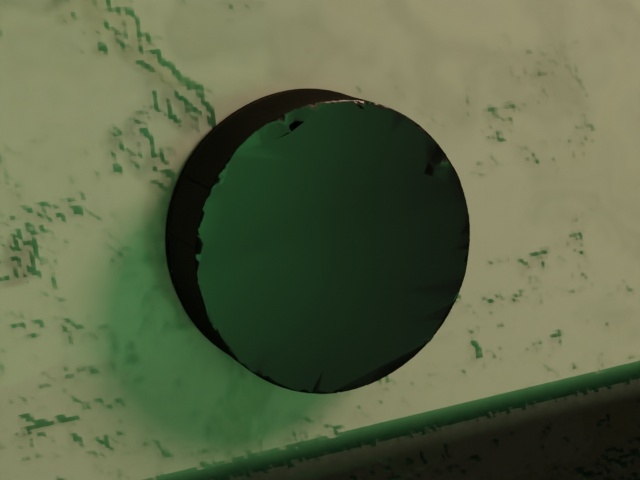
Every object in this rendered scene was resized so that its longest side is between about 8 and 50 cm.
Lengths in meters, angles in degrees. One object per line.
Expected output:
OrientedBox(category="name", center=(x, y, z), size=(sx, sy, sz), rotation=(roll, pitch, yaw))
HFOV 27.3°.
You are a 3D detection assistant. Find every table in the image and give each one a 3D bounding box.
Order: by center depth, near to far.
OrientedBox(category="table", center=(0.000, 0.000, 0.594), size=(0.133, 0.043, 0.134), rotation=(-5, 102, -23))
